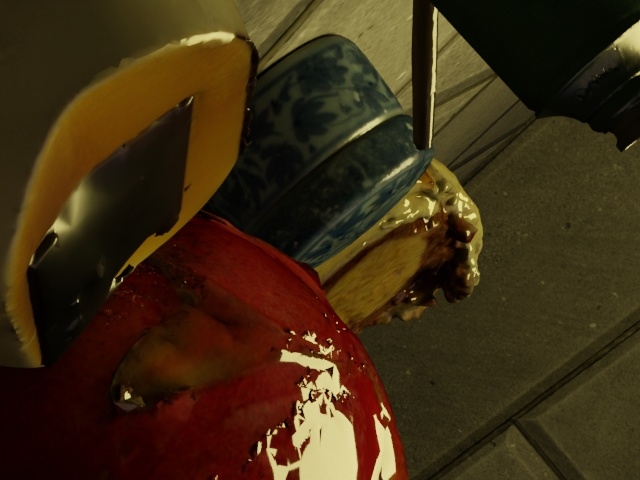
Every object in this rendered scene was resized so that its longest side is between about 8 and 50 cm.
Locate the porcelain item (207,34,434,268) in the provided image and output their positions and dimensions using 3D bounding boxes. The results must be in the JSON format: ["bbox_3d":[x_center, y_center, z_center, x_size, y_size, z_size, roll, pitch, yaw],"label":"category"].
[{"bbox_3d":[-0.004,-0.052,0.940,0.147,0.114,0.147,-39,173,-5],"label":"porcelain item"}]

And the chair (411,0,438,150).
[{"bbox_3d":[0.152,-0.189,0.752,0.188,0.166,0.272,-31,127,-53],"label":"chair"}]

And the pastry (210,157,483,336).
[{"bbox_3d":[-0.008,0.002,1.140,0.256,0.170,0.237,-36,155,5],"label":"pastry"}]

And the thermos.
[{"bbox_3d":[0.079,-0.115,0.613,0.073,0.188,0.083,-32,169,-50],"label":"thermos"}]

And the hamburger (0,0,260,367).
[{"bbox_3d":[-0.104,-0.037,0.469,0.173,0.116,0.210,-47,172,-16],"label":"hamburger"}]

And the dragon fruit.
[{"bbox_3d":[-0.111,0.122,0.653,0.295,0.295,0.302,-45,-177,40],"label":"dragon fruit"}]
